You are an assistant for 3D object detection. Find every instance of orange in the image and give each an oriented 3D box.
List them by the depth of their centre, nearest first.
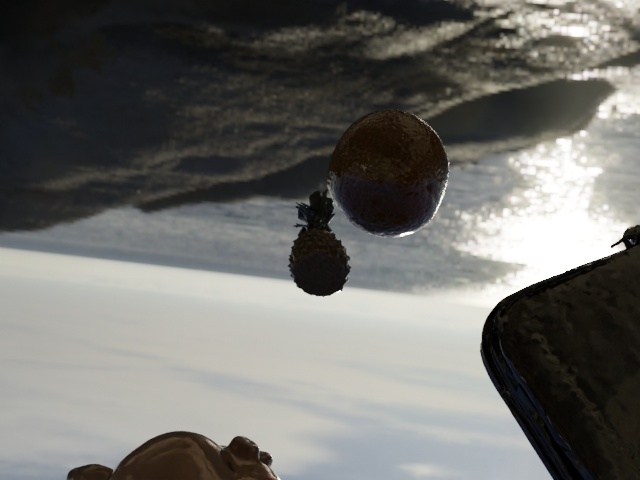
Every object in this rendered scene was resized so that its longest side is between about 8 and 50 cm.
[{"bbox_3d":[0.041,-0.042,0.629,0.085,0.085,0.085,6,177,0],"label":"orange"}]

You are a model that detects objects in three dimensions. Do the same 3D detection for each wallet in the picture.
[{"bbox_3d":[0.192,0.040,0.416,0.255,0.137,0.031,-17,153,-24],"label":"wallet"}]

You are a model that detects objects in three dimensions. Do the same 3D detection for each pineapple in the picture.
[{"bbox_3d":[0.000,0.000,0.921,0.058,0.058,0.124,7,-151,-2],"label":"pineapple"}]

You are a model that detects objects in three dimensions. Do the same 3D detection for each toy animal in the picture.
[{"bbox_3d":[-0.151,0.363,1.105,0.269,0.326,0.237,35,173,-27],"label":"toy animal"}]
